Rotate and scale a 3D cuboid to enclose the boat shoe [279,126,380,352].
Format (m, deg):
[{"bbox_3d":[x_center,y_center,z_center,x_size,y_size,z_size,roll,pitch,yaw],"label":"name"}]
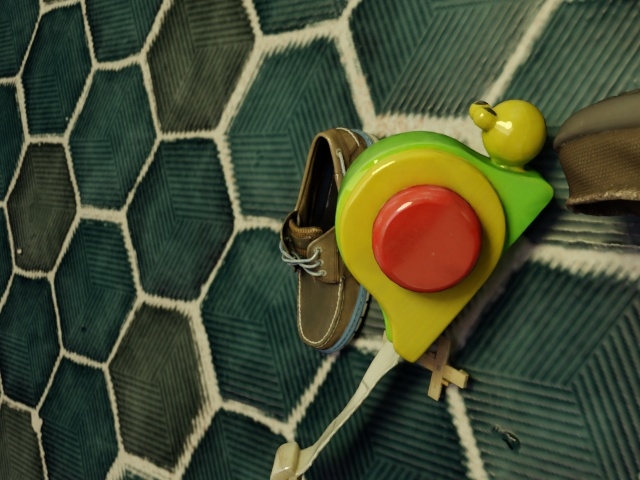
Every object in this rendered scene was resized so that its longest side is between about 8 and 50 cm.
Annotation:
[{"bbox_3d":[0.000,0.000,0.603,0.066,0.066,0.183,9,93,42],"label":"boat shoe"}]

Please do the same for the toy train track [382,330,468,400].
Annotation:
[{"bbox_3d":[0.080,0.087,0.564,0.083,0.014,0.048,25,111,46],"label":"toy train track"}]

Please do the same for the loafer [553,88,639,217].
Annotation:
[{"bbox_3d":[0.261,0.019,0.320,0.365,0.133,0.130,22,102,41],"label":"loafer"}]

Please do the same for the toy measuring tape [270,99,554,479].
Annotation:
[{"bbox_3d":[0.030,0.032,0.527,0.330,0.121,0.121,-53,56,18],"label":"toy measuring tape"}]
